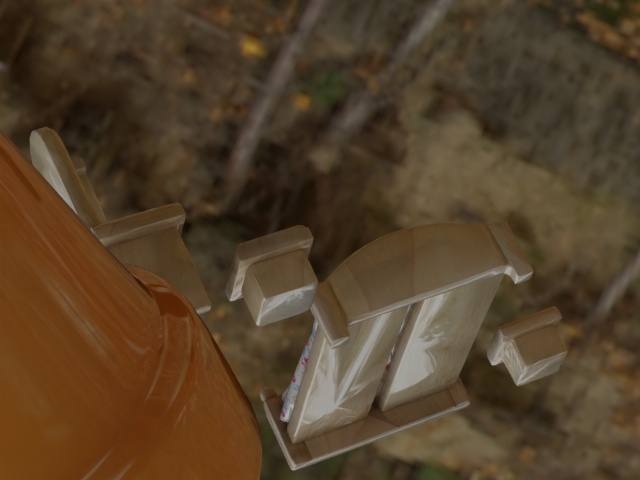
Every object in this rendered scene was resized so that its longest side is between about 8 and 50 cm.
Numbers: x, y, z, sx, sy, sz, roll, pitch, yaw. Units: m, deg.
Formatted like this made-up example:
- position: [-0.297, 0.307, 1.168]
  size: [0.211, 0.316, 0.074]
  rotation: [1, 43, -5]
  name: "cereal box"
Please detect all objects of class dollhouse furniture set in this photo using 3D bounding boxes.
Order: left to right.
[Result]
- position: [0.000, 0.000, 1.227]
  size: [0.174, 0.355, 0.303]
  rotation: [63, 158, 24]
  name: "dollhouse furniture set"

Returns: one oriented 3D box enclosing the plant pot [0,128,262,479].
- position: [-0.150, 0.038, 0.659]
  size: [0.205, 0.205, 0.188]
  rotation: [13, 138, 48]
  name: "plant pot"
